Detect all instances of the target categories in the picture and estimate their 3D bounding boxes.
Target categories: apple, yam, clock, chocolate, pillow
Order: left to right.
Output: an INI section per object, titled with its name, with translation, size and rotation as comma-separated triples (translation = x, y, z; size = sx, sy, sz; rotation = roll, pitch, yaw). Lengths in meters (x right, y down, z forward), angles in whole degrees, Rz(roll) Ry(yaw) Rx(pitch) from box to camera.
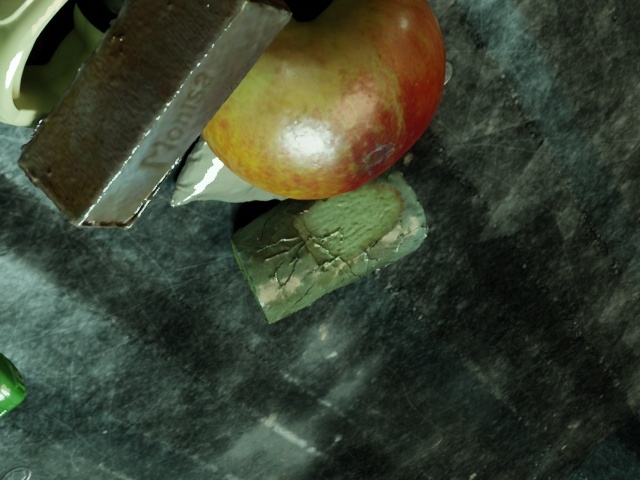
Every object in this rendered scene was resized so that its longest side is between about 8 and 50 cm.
[clock]
translation = -0.240, -0.204, 1.290
size = 0.379, 0.120, 0.276
rotation = 8, 124, -52
[chocolate]
translation = -0.155, -0.152, 1.232
size = 0.321, 0.112, 0.112
rotation = -50, 152, 21
[pillow]
translation = -0.061, -0.145, 1.548
size = 0.173, 0.067, 0.270
rotation = 4, 125, -41
[yam]
translation = 0.000, 0.000, 1.685
size = 0.254, 0.154, 0.154
rotation = -30, 142, -16
[apple]
translation = 0.025, -0.143, 1.398
size = 0.293, 0.163, 0.251
rotation = -26, 154, -18

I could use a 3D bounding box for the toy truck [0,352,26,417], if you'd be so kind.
[toy truck]
translation = -0.463, 0.207, 1.489
size = 0.242, 0.125, 0.101
rotation = -36, 145, -6
